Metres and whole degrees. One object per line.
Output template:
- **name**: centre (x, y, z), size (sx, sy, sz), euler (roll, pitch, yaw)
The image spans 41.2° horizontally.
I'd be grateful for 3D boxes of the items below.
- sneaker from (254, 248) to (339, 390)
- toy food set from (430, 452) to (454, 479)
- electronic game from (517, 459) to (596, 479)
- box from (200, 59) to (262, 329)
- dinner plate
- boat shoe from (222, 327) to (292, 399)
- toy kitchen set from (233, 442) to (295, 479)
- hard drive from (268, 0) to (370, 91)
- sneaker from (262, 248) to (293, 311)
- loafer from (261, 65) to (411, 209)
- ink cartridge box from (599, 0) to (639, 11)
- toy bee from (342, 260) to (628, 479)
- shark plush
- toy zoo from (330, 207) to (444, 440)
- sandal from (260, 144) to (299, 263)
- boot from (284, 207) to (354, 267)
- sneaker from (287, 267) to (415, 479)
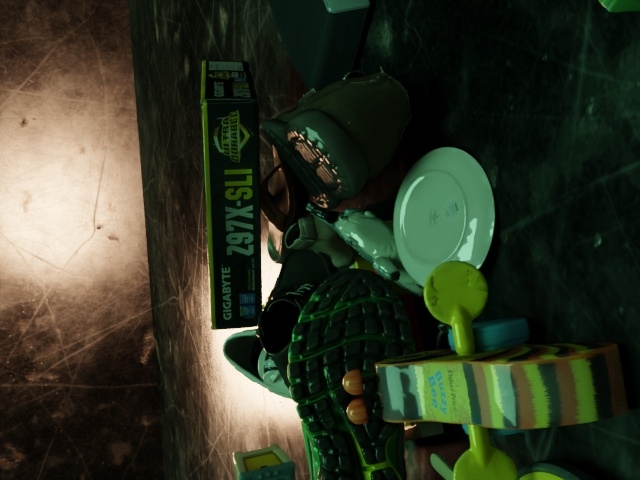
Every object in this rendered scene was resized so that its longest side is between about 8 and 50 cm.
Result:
- **sneaker**: centre (-0.022, 0.069, 1.015), size (0.118, 0.083, 0.222), euler (61, -161, -47)
- **toy food set**: centre (0.132, 0.304, 0.789), size (0.132, 0.038, 0.192), euler (-138, 52, -61)
- **electronic game**: centre (0.207, 0.293, 0.683), size (0.229, 0.048, 0.229), euler (173, 90, -70)
- **box**: centre (-0.127, -0.072, 1.209), size (0.257, 0.079, 0.322), euler (-111, 20, -65)
- **dinner plate**: centre (0.113, -0.021, 0.827), size (0.141, 0.017, 0.141), euler (-5, 84, 53)
- **boat shoe**: centre (-0.038, 0.159, 1.097), size (0.267, 0.088, 0.096), euler (13, 90, 56)
- **toy kitchen set**: centre (-0.036, 0.252, 1.182), size (0.122, 0.166, 0.207), euler (-146, 51, -65)
- **hard drive**: centre (-0.013, -0.316, 1.090), size (0.172, 0.054, 0.255), euler (107, 150, -49)
- **sneaker**: centre (-0.034, 0.080, 1.279), size (0.240, 0.091, 0.126), euler (141, 152, -80)
- **loafer**: centre (0.029, -0.119, 0.985), size (0.134, 0.130, 0.366), euler (52, 175, -12)
- **ink cartridge box**: centre (0.204, -0.250, 0.445), size (0.208, 0.086, 0.153), euler (115, 144, -58)
- **toy bee**: centre (0.112, 0.136, 0.734), size (0.298, 0.162, 0.195), euler (119, 138, -59)
- **shark plush**: centre (0.047, 0.009, 0.926), size (0.067, 0.161, 0.073), euler (83, -149, -61)
- **toy zoo**: centre (0.066, 0.100, 1.043), size (0.192, 0.030, 0.293), euler (137, 124, -66)
- **sandal**: centre (-0.076, -0.054, 1.349), size (0.090, 0.060, 0.219), euler (-118, 28, -45)
- **boot**: centre (0.000, 0.000, 1.019), size (0.118, 0.087, 0.042), euler (113, 147, -53)
- **sneaker**: centre (0.032, 0.202, 0.934), size (0.146, 0.134, 0.344), euler (80, -169, -85)
